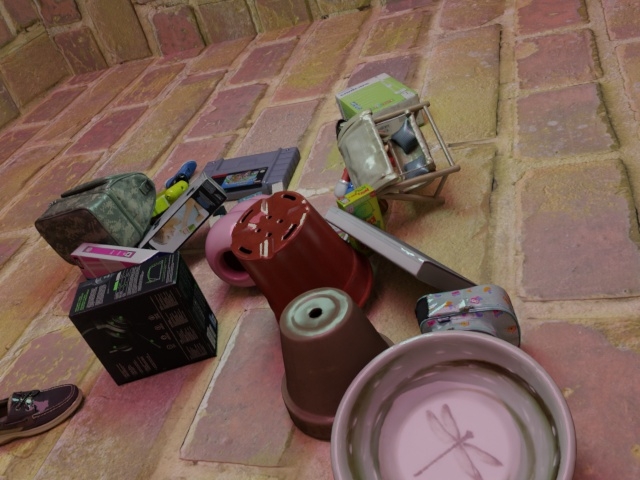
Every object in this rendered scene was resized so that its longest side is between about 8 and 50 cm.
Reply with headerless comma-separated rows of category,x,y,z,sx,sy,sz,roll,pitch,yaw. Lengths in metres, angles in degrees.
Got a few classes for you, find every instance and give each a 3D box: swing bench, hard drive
swing bench,0.201,-0.226,1.788,0.255,0.165,0.253,-9,57,-15
hard drive,0.190,0.031,1.519,0.353,0.233,0.047,35,98,51

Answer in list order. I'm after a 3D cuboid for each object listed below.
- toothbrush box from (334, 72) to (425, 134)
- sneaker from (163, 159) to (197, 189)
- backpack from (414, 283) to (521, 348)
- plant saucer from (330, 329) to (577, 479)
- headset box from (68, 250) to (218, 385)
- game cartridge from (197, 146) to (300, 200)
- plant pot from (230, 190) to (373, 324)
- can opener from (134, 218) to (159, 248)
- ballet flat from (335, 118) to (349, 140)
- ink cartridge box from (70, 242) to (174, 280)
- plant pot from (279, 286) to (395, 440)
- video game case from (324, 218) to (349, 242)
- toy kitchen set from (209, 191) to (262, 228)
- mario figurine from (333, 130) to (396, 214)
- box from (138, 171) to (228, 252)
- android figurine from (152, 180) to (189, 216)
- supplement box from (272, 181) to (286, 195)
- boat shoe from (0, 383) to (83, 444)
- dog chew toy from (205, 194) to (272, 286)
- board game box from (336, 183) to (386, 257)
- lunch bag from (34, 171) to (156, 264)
toothbrush box,0.201,-0.458,2.282,0.206,0.122,0.283,-25,35,-7
sneaker,-0.490,-0.233,2.380,0.152,0.058,0.085,-44,34,-25
backpack,0.296,0.178,1.289,0.189,0.165,0.144,-18,31,6
plant saucer,0.219,0.346,1.112,0.401,0.100,0.400,-12,48,13
headset box,-0.423,0.193,1.578,0.283,0.246,0.131,-18,34,5
game cartridge,-0.261,-0.222,2.251,0.355,0.068,0.230,-7,32,19
plant pot,-0.056,0.044,1.525,0.273,0.265,0.272,-20,43,20
can opener,-0.581,-0.010,2.126,0.284,0.075,0.095,-17,2,6
ballet flat,0.106,-0.329,2.171,0.095,0.096,0.280,-25,34,-7
ink cartridge box,-0.512,0.100,1.816,0.371,0.175,0.069,3,41,31
plant pot,0.020,0.225,1.315,0.263,0.229,0.263,-15,35,10
video game case,0.000,0.000,1.795,0.202,0.023,0.183,-11,33,34
toy kitchen set,-0.238,-0.071,1.963,0.166,0.122,0.207,-21,34,-1
mario figurine,0.161,-0.191,1.964,0.198,0.170,0.320,20,51,-5
box,-0.409,-0.063,1.950,0.290,0.087,0.169,-46,18,0
android figurine,-0.554,-0.121,2.193,0.248,0.056,0.273,-20,15,31
supplement box,-0.123,-0.130,2.041,0.036,0.062,0.098,-18,33,6
boat shoe,-0.714,0.406,1.564,0.286,0.092,0.102,-20,34,0
dog chew toy,-0.183,-0.019,1.805,0.207,0.206,0.331,-8,28,19
board game box,0.111,-0.045,1.688,0.092,0.181,0.043,-30,37,-14
lunch bag,-0.660,-0.081,1.982,0.305,0.212,0.256,-11,34,35
